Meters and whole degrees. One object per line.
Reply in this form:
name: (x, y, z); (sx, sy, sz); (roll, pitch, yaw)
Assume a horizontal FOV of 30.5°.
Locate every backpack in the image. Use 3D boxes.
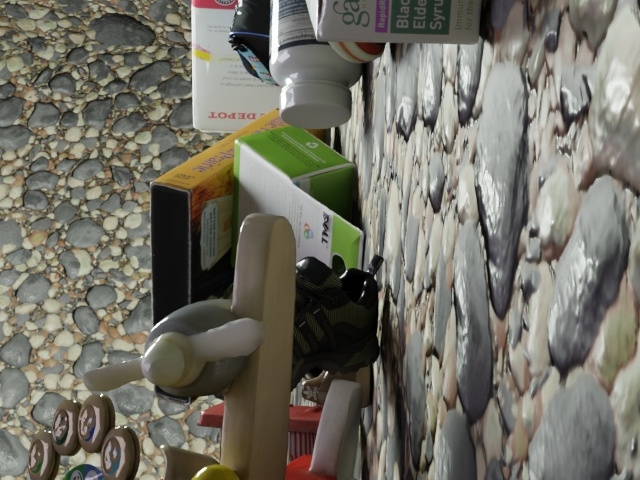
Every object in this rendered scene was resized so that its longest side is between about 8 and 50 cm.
backpack: (-0.050, -0.307, 1.801); (0.173, 0.158, 0.116); (67, -150, -70)

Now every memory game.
memory game: (-0.154, 0.188, 0.727); (0.186, 0.012, 0.186); (-17, 68, 49)

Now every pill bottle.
pill bottle: (-0.004, -0.224, 1.332); (0.108, 0.108, 0.180); (105, 166, -74)

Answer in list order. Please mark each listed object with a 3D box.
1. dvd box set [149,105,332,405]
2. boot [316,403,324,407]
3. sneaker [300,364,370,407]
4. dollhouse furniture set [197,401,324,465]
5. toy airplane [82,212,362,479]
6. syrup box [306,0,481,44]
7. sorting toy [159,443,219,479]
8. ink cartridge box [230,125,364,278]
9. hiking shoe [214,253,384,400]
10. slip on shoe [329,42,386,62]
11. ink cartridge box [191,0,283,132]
dvd box set: (-0.099, -0.001, 1.625); (0.420, 0.062, 0.307); (-40, -42, -57)
boot: (0.006, 0.168, 1.533); (0.106, 0.037, 0.114); (57, -144, -73)
sneaker: (0.011, 0.116, 1.231); (0.188, 0.071, 0.066); (-102, 14, -73)
dollhouse furniture set: (-0.072, 0.278, 1.107); (0.374, 0.152, 0.201); (-4, -84, -78)
toy airplane: (-0.067, 0.228, 0.835); (0.384, 0.273, 0.386); (98, 174, -56)
syrup box: (0.040, -0.187, 0.741); (0.237, 0.096, 0.093); (-101, 12, -71)
sorting toy: (-0.154, 0.315, 1.213); (0.347, 0.047, 0.195); (52, -139, -71)
ink cartridge box: (0.000, 0.000, 1.410); (0.255, 0.097, 0.188); (37, 134, 42)
hiking shoe: (-0.033, 0.069, 1.031); (0.086, 0.227, 0.114); (20, 111, 38)
slip on shoe: (0.031, -0.256, 0.965); (0.331, 0.101, 0.123); (70, -169, -63)
ink cartridge box: (-0.103, -0.341, 1.975); (0.131, 0.226, 0.306); (-92, 6, -50)
